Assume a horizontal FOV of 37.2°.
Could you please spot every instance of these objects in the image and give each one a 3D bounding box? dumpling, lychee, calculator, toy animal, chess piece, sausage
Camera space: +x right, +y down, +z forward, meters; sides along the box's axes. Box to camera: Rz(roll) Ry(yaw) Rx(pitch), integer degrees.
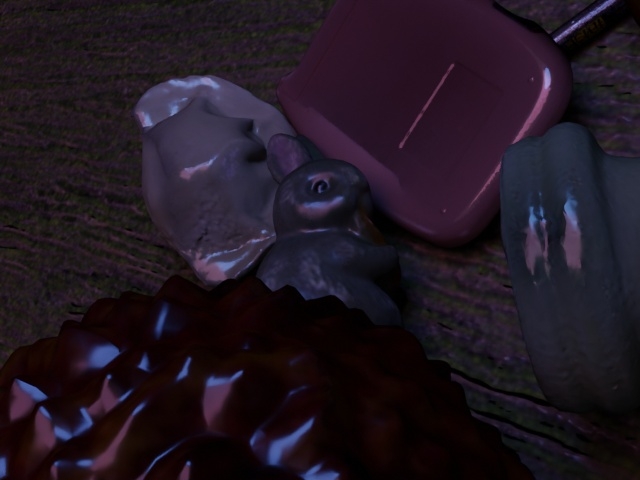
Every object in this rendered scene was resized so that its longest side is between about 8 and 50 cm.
[{"bbox_3d":[-0.092,-0.063,0.924,0.166,0.126,0.216,-21,39,-5],"label":"dumpling"},{"bbox_3d":[-0.051,0.259,0.555,0.424,0.500,0.424,-4,30,3],"label":"lychee"},{"bbox_3d":[0.080,-0.135,0.847,0.329,0.048,0.220,44,106,42],"label":"calculator"},{"bbox_3d":[-0.001,-0.001,0.801,0.125,0.127,0.251,-19,64,21],"label":"toy animal"},{"bbox_3d":[0.277,-0.004,0.593,0.299,0.194,0.195,-12,62,21],"label":"chess piece"},{"bbox_3d":[0.200,-0.163,0.812,0.198,0.028,0.025,-35,34,16],"label":"sausage"}]

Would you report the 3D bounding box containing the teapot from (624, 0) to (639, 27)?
[{"bbox_3d":[0.303,-0.231,0.714,0.252,0.135,0.178,50,134,45],"label":"teapot"}]
